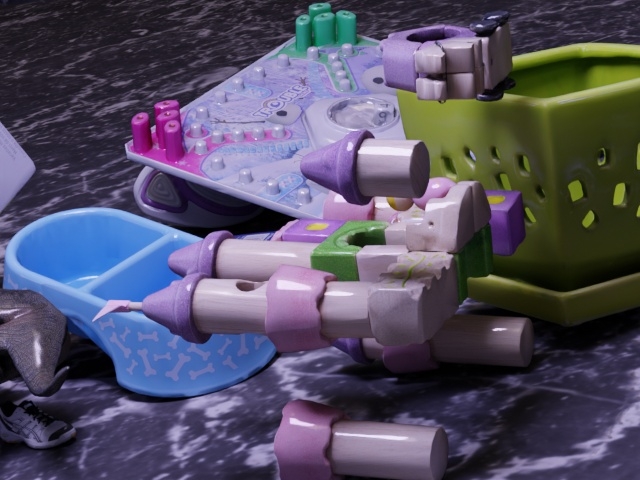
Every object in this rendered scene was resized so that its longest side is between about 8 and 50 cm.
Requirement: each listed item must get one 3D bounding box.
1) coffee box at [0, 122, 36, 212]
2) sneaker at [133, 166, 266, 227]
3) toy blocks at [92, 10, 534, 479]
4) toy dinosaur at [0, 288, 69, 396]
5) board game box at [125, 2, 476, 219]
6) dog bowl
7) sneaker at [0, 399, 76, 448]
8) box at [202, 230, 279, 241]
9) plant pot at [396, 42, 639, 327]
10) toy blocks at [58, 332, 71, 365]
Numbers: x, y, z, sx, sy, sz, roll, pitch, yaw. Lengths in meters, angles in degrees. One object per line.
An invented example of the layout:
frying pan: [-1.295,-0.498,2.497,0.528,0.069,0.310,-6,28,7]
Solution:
coffee box: [-0.572,-0.080,1.981,0.338,0.337,0.334,8,53,49]
sneaker: [-0.081,-0.081,2.291,0.305,0.114,0.152,-19,-2,-21]
toy blocks: [0.000,0.000,1.521,0.260,0.308,0.288,2,20,24]
toy dinosaur: [-0.292,0.084,1.673,0.160,0.121,0.313,-32,7,-37]
board game box: [0.046,-0.141,2.172,0.390,0.050,0.390,19,37,29]
dog bowl: [-0.173,0.048,1.789,0.297,0.074,0.166,19,38,36]
sneaker: [-0.247,0.156,1.666,0.083,0.037,0.032,1,19,34]
box: [-0.163,0.035,2.018,0.225,0.036,0.136,-4,17,21]
plant pot: [0.225,-0.051,1.701,0.227,0.207,0.228,-14,14,-29]
toy blocks: [-0.268,0.077,1.920,0.123,0.054,0.148,-21,18,-26]
